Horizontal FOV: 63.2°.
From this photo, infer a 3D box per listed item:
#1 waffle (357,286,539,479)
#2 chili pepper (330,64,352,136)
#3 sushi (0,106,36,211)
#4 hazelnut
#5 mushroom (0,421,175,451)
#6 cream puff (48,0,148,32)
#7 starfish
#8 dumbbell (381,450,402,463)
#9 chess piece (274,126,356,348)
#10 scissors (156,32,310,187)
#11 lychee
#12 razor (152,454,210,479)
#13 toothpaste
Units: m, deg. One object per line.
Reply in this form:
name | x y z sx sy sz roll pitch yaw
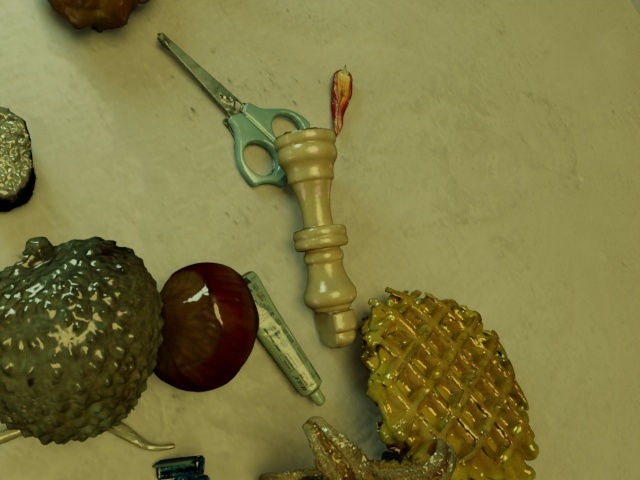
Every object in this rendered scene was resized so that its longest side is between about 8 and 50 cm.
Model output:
waffle | 0.239 0.266 0.969 0.379 0.095 0.382 12 51 -28
chili pepper | 0.043 -0.294 1.110 0.045 0.027 0.178 10 72 -19
sushi | -0.480 -0.122 0.781 0.090 0.078 0.151 -9 80 -34
hazelnut | -0.187 0.142 0.825 0.170 0.160 0.202 26 104 -5
mushroom | -0.367 0.286 0.755 0.306 0.043 0.068 3 93 -27
cream puff | -0.391 -0.477 0.874 0.240 0.155 0.269 18 67 -22
starfish | 0.064 0.389 0.801 0.311 0.303 0.113 23 39 4
dumbbell | 0.146 0.479 0.917 0.100 0.100 0.191 18 69 -21
chess piece | 0.000 0.000 0.958 0.117 0.117 0.398 -7 87 -27
scissors | -0.172 -0.259 0.993 0.360 0.029 0.191 42 64 -11
lychee | -0.335 0.125 0.697 0.255 0.255 0.275 -30 112 -29
razor | -0.160 0.482 0.797 0.056 0.093 0.324 -16 87 -64
toothpaste | -0.073 0.179 0.920 0.069 0.047 0.268 -34 91 -10
